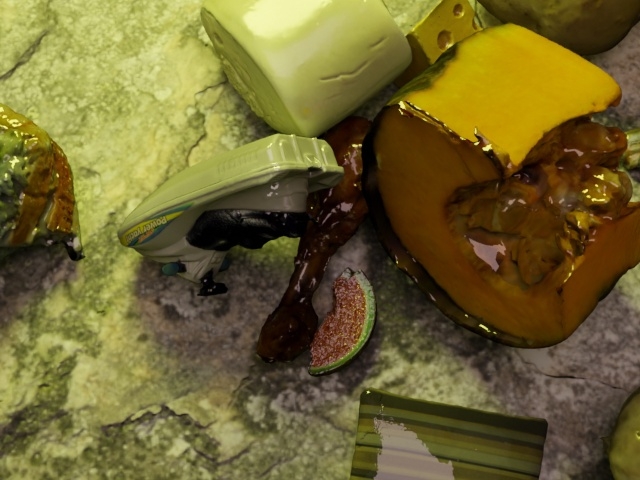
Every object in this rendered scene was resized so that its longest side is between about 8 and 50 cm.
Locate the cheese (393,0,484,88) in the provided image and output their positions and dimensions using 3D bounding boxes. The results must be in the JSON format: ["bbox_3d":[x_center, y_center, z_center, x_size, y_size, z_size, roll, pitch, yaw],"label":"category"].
[{"bbox_3d":[0.174,-0.201,1.064,0.171,0.126,0.093,45,72,-6],"label":"cheese"}]

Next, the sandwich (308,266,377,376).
[{"bbox_3d":[0.028,0.099,0.999,0.067,0.029,0.135,21,76,13],"label":"sandwich"}]

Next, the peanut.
[{"bbox_3d":[0.393,0.195,0.914,0.224,0.129,0.129,-25,74,-16],"label":"peanut"}]

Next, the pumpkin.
[{"bbox_3d":[0.193,-0.056,0.918,0.225,0.256,0.303,-32,117,-27],"label":"pumpkin"}]

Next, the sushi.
[{"bbox_3d":[-0.404,-0.067,1.001,0.274,0.139,0.184,17,76,13],"label":"sushi"}]

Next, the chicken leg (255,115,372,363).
[{"bbox_3d":[0.000,0.000,0.999,0.093,0.113,0.304,23,82,-19],"label":"chicken leg"}]

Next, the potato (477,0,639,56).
[{"bbox_3d":[0.316,-0.345,1.040,0.285,0.242,0.242,-36,76,-13],"label":"potato"}]

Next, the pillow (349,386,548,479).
[{"bbox_3d":[0.129,0.279,0.929,0.208,0.052,0.212,11,75,-1],"label":"pillow"}]

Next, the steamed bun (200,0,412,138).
[{"bbox_3d":[-0.024,-0.246,1.009,0.200,0.155,0.250,-36,50,-7],"label":"steamed bun"}]

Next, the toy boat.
[{"bbox_3d":[-0.103,-0.023,0.950,0.269,0.140,0.141,-33,72,29],"label":"toy boat"}]

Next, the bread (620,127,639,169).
[{"bbox_3d":[0.398,-0.115,1.052,0.088,0.033,0.049,-18,88,0],"label":"bread"}]
